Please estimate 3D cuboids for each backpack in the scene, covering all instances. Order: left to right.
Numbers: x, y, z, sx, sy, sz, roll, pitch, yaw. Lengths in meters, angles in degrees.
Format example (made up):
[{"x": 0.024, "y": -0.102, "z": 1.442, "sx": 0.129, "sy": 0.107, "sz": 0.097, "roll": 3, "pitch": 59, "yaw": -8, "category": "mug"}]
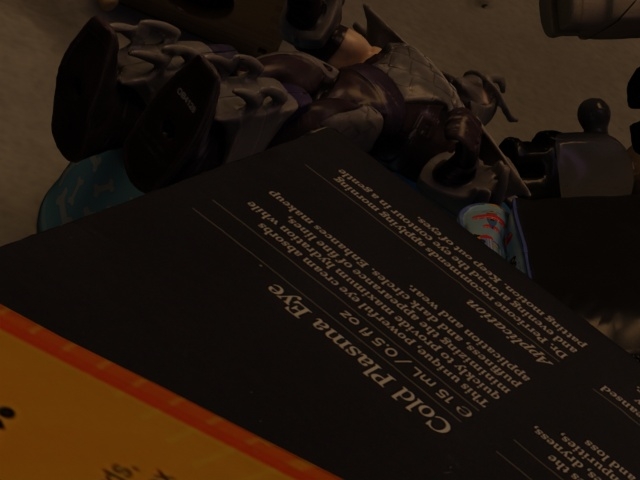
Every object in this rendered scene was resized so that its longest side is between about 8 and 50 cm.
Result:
[{"x": 0.122, "y": 0.081, "z": 0.944, "sx": 0.116, "sy": 0.173, "sz": 0.158, "roll": 0, "pitch": 31, "yaw": 0, "category": "backpack"}]

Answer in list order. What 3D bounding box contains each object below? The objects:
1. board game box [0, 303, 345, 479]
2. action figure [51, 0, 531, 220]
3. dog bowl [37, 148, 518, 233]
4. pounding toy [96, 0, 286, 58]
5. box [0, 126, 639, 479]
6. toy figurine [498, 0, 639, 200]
[{"x": -0.176, "y": 0.224, "z": 0.327, "sx": 0.356, "sy": 0.356, "sz": 0.356, "roll": 27, "pitch": 32, "yaw": 3, "category": "board game box"}, {"x": 0.008, "y": -0.071, "z": 1.004, "sx": 0.285, "sy": 0.099, "sz": 0.185, "roll": -6, "pitch": 38, "yaw": -45, "category": "action figure"}, {"x": 0.000, "y": 0.000, "z": 1.052, "sx": 0.297, "sy": 0.074, "sz": 0.166, "roll": 17, "pitch": 32, "yaw": -14, "category": "dog bowl"}, {"x": -0.107, "y": -0.197, "z": 1.246, "sx": 0.206, "sy": 0.094, "sz": 0.181, "roll": 22, "pitch": 62, "yaw": -4, "category": "pounding toy"}, {"x": 0.005, "y": 0.148, "z": 0.737, "sx": 0.343, "sy": 0.179, "sz": 0.312, "roll": 39, "pitch": 33, "yaw": 22, "category": "box"}, {"x": 0.214, "y": -0.055, "z": 1.152, "sx": 0.148, "sy": 0.213, "sz": 0.209, "roll": -2, "pitch": 34, "yaw": -18, "category": "toy figurine"}]
